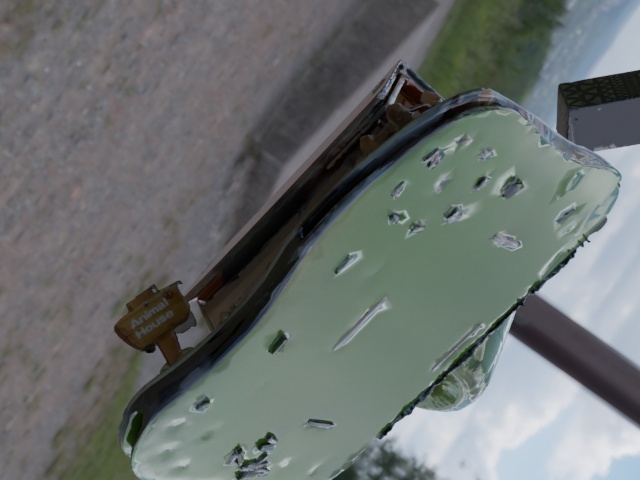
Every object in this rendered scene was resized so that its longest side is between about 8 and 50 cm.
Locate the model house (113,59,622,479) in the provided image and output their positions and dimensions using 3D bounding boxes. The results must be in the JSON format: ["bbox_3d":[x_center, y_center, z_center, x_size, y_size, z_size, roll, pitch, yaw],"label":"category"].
[{"bbox_3d":[0.001,-0.001,0.669,0.294,0.154,0.207,-46,143,20],"label":"model house"}]

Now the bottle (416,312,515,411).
[{"bbox_3d":[0.120,0.008,0.932,0.260,0.112,0.112,-64,180,-32],"label":"bottle"}]

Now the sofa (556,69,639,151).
[{"bbox_3d":[0.271,-0.116,1.001,0.060,0.118,0.039,80,0,-47],"label":"sofa"}]
